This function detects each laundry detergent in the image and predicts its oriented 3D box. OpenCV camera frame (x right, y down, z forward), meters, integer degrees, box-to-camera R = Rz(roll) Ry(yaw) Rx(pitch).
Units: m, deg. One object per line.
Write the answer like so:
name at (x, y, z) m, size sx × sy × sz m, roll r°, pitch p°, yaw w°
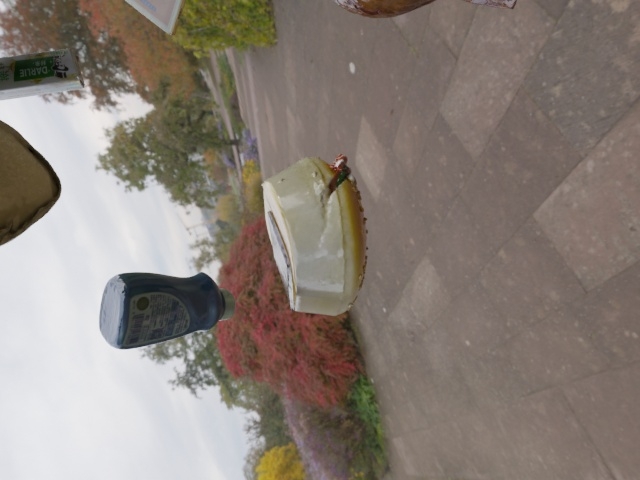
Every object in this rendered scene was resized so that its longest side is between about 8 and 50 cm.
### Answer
laundry detergent at (-0.297, 0.136, 0.897) m, size 0.094 × 0.289 × 0.144 m, roll 17°, pitch 98°, yaw 37°

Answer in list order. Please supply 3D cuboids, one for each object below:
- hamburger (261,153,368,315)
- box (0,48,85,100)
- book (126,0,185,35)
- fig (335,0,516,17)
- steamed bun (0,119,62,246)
hamburger at (0.000, 0.000, 0.682) m, size 0.295 × 0.151 × 0.227 m, roll 109°, pitch 146°, yaw -67°
box at (-0.473, -0.244, 0.649) m, size 0.041 × 0.206 × 0.050 m, roll -175°, pitch 71°, yaw -73°
book at (-0.311, -0.557, 0.831) m, size 0.170 × 0.018 × 0.242 m, roll 39°, pitch 122°, yaw 6°
fig at (0.106, -0.296, 0.458) m, size 0.134 × 0.200 × 0.146 m, roll -162°, pitch 87°, yaw -78°
steamed bun at (-0.382, -0.070, 0.384) m, size 0.213 × 0.110 × 0.231 m, roll 63°, pitch -162°, yaw -16°
